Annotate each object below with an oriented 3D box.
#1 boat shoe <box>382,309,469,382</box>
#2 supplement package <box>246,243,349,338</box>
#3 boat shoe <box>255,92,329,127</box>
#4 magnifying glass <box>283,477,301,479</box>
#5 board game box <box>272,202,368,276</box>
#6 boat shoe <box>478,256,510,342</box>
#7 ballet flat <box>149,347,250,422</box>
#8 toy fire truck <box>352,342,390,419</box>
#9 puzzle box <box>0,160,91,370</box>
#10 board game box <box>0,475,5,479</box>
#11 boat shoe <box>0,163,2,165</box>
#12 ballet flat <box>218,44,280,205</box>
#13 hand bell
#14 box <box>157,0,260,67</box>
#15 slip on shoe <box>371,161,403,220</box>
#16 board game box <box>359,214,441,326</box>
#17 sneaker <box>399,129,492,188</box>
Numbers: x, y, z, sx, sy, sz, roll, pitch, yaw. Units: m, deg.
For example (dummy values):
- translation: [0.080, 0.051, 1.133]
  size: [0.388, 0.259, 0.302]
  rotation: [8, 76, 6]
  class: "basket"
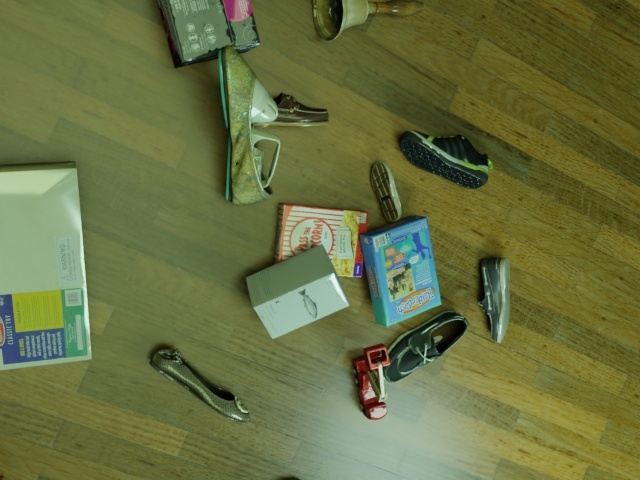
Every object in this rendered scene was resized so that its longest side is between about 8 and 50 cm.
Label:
- translation: [0.234, 0.242, 1.864]
  size: [0.233, 0.079, 0.084]
  rotation: [-35, 107, -9]
  class: "boat shoe"
- translation: [-0.048, 0.106, 1.706]
  size: [0.179, 0.105, 0.105]
  rotation: [-24, 127, 3]
  class: "supplement package"
- translation: [-0.081, -0.271, 1.705]
  size: [0.207, 0.073, 0.073]
  rotation: [-3, 103, -17]
  class: "boat shoe"
- translation: [-0.125, 0.614, 1.824]
  size: [0.231, 0.026, 0.092]
  rotation: [-32, 105, -13]
  class: "magnifying glass"
- translation: [0.000, 0.000, 1.778]
  size: [0.194, 0.045, 0.146]
  rotation: [4, 95, -18]
  class: "board game box"
- translation: [0.406, 0.138, 1.926]
  size: [0.065, 0.075, 0.206]
  rotation: [5, 104, 25]
  class: "boat shoe"
- translation: [-0.244, 0.301, 1.722]
  size: [0.250, 0.084, 0.058]
  rotation: [37, 86, -12]
  class: "ballet flat"
- translation: [0.118, 0.313, 1.804]
  size: [0.047, 0.135, 0.192]
  rotation: [-14, 100, -15]
  class: "toy fire truck"
- translation: [-0.583, 0.056, 1.542]
  size: [0.272, 0.052, 0.408]
  rotation: [-5, 114, -18]
  class: "puzzle box"
- translation: [-0.731, 0.692, 1.465]
  size: [0.357, 0.356, 0.356]
  rotation: [-10, 99, -16]
  class: "board game box"
- translation: [-0.685, -0.128, 1.517]
  size: [0.301, 0.102, 0.108]
  rotation: [24, 89, -19]
  class: "boat shoe"
- translation: [-0.136, -0.221, 1.615]
  size: [0.123, 0.123, 0.348]
  rotation: [-11, 128, -16]
  class: "ballet flat"
- translation: [0.119, -0.494, 1.740]
  size: [0.242, 0.126, 0.126]
  rotation: [-11, 100, -27]
  class: "hand bell"
- translation: [-0.235, -0.477, 1.599]
  size: [0.163, 0.142, 0.247]
  rotation: [-16, 100, -14]
  class: "box"
- translation: [0.152, -0.111, 1.817]
  size: [0.041, 0.051, 0.135]
  rotation: [-26, 97, -54]
  class: "slip on shoe"
- translation: [0.179, 0.066, 1.817]
  size: [0.160, 0.047, 0.210]
  rotation: [-19, 105, -29]
  class: "board game box"
- translation: [0.282, -0.199, 1.840]
  size: [0.235, 0.084, 0.097]
  rotation: [26, 64, -19]
  class: "sneaker"
